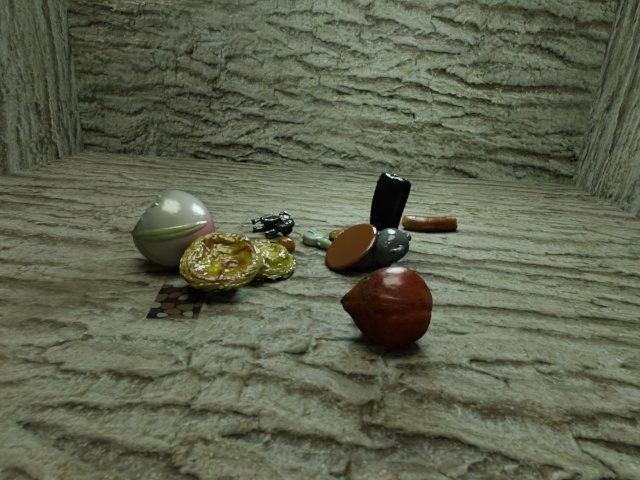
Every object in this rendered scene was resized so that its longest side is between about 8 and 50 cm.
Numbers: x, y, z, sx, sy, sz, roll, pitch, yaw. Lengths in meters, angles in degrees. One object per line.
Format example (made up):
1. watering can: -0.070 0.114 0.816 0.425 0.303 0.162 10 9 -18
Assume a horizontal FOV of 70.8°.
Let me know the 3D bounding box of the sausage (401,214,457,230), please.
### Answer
1. sausage: 0.568 -0.088 2.310 0.302 0.076 0.103 1 13 -10

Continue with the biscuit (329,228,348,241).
1. biscuit: 0.132 -0.013 2.107 0.188 0.027 0.188 4 20 -2

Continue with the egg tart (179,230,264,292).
1. egg tart: -0.341 0.088 1.572 0.295 0.116 0.294 3 40 -2

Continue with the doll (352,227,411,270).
1. doll: 0.216 0.044 1.848 0.340 0.158 0.246 -17 19 34

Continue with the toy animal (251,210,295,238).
1. toy animal: -0.217 -0.081 2.107 0.146 0.114 0.245 -12 26 -34

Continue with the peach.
1. peach: 0.187 0.187 1.305 0.257 0.232 0.232 10 19 -12

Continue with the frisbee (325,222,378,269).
1. frisbee: 0.121 0.020 1.809 0.251 0.021 0.250 -29 30 19

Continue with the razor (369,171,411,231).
1. razor: 0.307 -0.138 2.053 0.107 0.326 0.189 -2 20 -32

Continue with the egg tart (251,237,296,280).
1. egg tart: -0.222 0.066 1.745 0.279 0.095 0.279 4 21 -2

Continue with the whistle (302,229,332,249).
1. whistle: 0.000 0.000 2.007 0.104 0.057 0.198 -14 25 -37

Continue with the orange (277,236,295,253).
1. orange: -0.144 0.020 1.906 0.085 0.085 0.085 3 21 -1

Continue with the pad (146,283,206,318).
1. pad: -0.466 0.197 1.484 0.158 0.003 0.235 1 21 -6

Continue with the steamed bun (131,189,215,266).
1. steamed bun: -0.526 -0.023 1.709 0.310 0.309 0.309 3 21 -1
